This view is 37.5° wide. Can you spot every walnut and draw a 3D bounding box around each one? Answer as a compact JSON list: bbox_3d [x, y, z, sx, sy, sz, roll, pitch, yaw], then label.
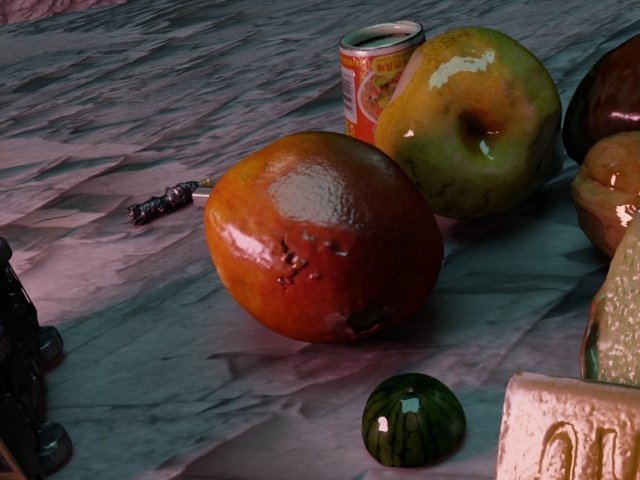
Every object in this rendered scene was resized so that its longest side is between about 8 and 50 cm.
[{"bbox_3d":[0.375,-0.044,1.076,0.159,0.159,0.206,-22,28,-16],"label":"walnut"}]

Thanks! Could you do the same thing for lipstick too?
[{"bbox_3d":[-0.149,-0.065,1.490,0.107,0.025,0.025,5,33,19],"label":"lipstick"}]

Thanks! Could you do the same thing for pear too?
[{"bbox_3d":[0.195,-0.156,1.274,0.271,0.271,0.271,-10,28,6],"label":"pear"}]

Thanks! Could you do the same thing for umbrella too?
[{"bbox_3d":[-0.242,-0.066,1.515,0.144,0.040,0.037,-25,-11,-20],"label":"umbrella"}]

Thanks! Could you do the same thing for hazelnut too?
[{"bbox_3d":[0.433,-0.154,1.223,0.218,0.218,0.234,-29,-3,-27],"label":"hazelnut"}]

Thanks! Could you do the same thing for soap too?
[{"bbox_3d":[0.242,0.181,0.698,0.073,0.140,0.232,11,-6,-41],"label":"soap"}]

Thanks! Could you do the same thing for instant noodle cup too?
[{"bbox_3d":[0.111,-0.219,1.456,0.193,0.212,0.193,-10,27,5],"label":"instant noodle cup"}]

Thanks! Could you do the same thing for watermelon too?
[{"bbox_3d":[0.087,0.166,0.918,0.105,0.062,0.105,-13,32,8],"label":"watermelon"}]

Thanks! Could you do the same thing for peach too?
[{"bbox_3d":[0.000,0.000,1.076,0.281,0.238,0.281,21,19,-8],"label":"peach"}]

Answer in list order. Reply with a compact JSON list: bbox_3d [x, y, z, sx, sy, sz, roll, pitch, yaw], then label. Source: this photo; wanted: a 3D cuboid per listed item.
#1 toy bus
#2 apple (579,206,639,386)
[{"bbox_3d":[-0.408,0.147,1.053,0.202,0.177,0.365,-23,30,-5],"label":"toy bus"},{"bbox_3d":[0.354,0.124,0.744,0.254,0.179,0.346,-21,39,-17],"label":"apple"}]
